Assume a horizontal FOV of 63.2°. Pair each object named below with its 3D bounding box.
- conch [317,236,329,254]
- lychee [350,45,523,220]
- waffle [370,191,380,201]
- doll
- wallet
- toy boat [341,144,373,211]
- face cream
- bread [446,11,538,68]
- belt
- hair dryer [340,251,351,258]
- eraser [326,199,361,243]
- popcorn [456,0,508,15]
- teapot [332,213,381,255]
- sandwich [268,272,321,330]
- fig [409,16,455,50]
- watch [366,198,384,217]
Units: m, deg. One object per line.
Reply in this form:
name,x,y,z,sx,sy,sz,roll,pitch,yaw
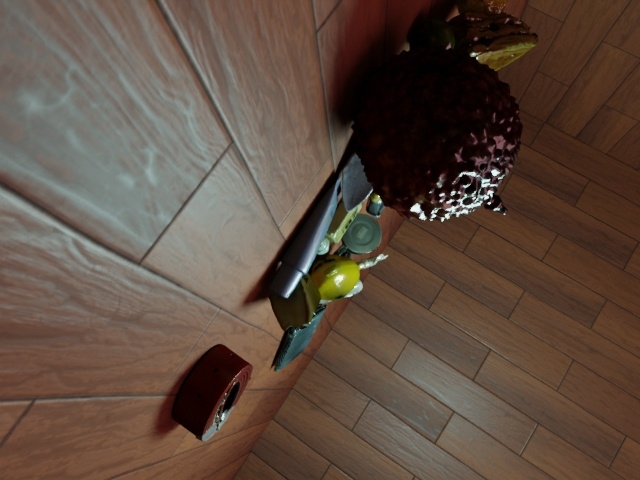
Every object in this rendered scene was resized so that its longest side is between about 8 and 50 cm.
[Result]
conch,-0.007,0.003,1.721,0.065,0.088,0.180,-13,170,-2
lychee,0.302,-0.241,1.309,0.424,0.500,0.424,-37,-170,8
waffle,0.275,-0.313,1.761,0.380,0.095,0.382,-63,177,-63
doll,0.077,0.157,2.072,0.348,0.161,0.423,-16,160,-32
wallet,-0.104,0.439,2.373,0.237,0.075,0.342,-37,159,-43
toy boat,0.147,-0.254,1.596,0.276,0.111,0.293,107,5,-48
face cream,-0.031,-0.007,1.530,0.385,0.086,0.135,-60,170,-11
bread,0.454,-0.577,1.553,0.324,0.167,0.277,-23,-178,-30
belt,-0.304,0.441,1.486,0.227,0.115,0.324,-44,162,-45
hair dryer,0.110,0.082,2.367,0.196,0.078,0.248,-66,175,31
eraser,0.077,-0.078,1.823,0.172,0.058,0.117,-56,167,-6
popcorn,0.497,-0.753,1.594,0.180,0.170,0.180,-42,179,-1
teapot,0.143,-0.006,2.093,0.239,0.162,0.149,-39,175,-15
sandwich,-0.076,0.184,1.571,0.122,0.128,0.236,-31,-175,7
fig,0.309,-0.546,1.442,0.123,0.123,0.156,-62,176,18
watch,0.274,-0.200,2.275,0.206,0.068,0.193,-59,167,-5
